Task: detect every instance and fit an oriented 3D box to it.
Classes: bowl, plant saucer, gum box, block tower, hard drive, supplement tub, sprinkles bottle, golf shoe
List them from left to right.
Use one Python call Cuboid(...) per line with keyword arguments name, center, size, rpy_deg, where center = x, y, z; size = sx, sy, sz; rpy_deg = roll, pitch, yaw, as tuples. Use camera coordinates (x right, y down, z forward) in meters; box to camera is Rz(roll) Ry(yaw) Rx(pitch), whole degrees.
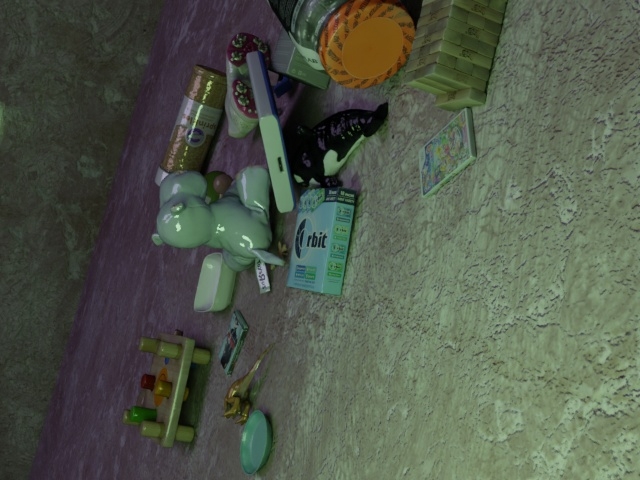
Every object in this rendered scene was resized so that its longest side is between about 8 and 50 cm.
Cuboid(name="sprinkles bottle", center=(-0.355, -0.307, 2.329), size=(0.356, 0.121, 0.121), rpy_deg=(-69, 25, 14))
Cuboid(name="bowl", center=(-0.240, 0.102, 1.937), size=(0.142, 0.053, 0.142), rpy_deg=(-11, 66, 64))
Cuboid(name="golf shoe", center=(-0.193, -0.383, 2.048), size=(0.140, 0.115, 0.306), rpy_deg=(124, 153, -47))
Cuboid(name="plant saucer", center=(-0.117, 0.379, 1.557), size=(0.119, 0.021, 0.119), rpy_deg=(-43, 40, 51))
Cuboid(name="hard drive", center=(-0.102, -0.229, 1.694), size=(0.319, 0.040, 0.210), rpy_deg=(-105, 4, -55))
Cuboid(name="gum box", center=(0.000, 0.000, 1.486), size=(0.157, 0.041, 0.185), rpy_deg=(2, 83, 65))
Cuboid(name="supplement tub", center=(0.021, -0.429, 1.456), size=(0.207, 0.207, 0.338), rpy_deg=(-58, 42, 33))
Cuboid(name="block tower", center=(0.211, -0.364, 1.196), size=(0.091, 0.097, 0.336), rpy_deg=(4, 82, 66))

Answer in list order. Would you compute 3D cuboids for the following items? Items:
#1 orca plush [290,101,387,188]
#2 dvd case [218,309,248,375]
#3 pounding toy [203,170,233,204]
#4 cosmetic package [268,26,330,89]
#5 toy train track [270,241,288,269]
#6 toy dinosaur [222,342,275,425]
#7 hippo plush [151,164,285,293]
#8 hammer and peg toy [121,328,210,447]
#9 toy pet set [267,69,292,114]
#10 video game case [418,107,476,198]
Cuboid(name="orca plush", center=(0.004, -0.174, 1.515), size=(0.287, 0.102, 0.151), rpy_deg=(-10, 68, 63))
Cuboid(name="dvd case", center=(-0.191, 0.222, 1.813), size=(0.120, 0.013, 0.087), rpy_deg=(-68, 26, 14))
Cuboid(name="pounding toy", center=(-0.317, -0.102, 2.148), size=(0.237, 0.110, 0.183), rpy_deg=(16, 91, 66))
Cuboid(name="cosmetic package", center=(-0.014, -0.444, 1.711), size=(0.238, 0.107, 0.127), rpy_deg=(-69, 25, 7))
Cuboid(name="toy train track", center=(-0.082, 0.034, 1.689), size=(0.083, 0.014, 0.048), rpy_deg=(126, 142, -49))
Cuboid(name="toy dinosaur", center=(-0.160, 0.298, 1.645), size=(0.211, 0.064, 0.112), rpy_deg=(-51, 33, 41))
Cuboid(name="hippo plush", center=(-0.234, -0.024, 1.740), size=(0.234, 0.236, 0.294), rpy_deg=(122, 146, -50))
Cuboid(name="hammer and peg toy", center=(-0.397, 0.346, 2.040), size=(0.361, 0.127, 0.266), rpy_deg=(-4, 72, 64))
Cuboid(name="toy pet set", center=(-0.091, -0.352, 1.899), size=(0.114, 0.065, 0.122), rpy_deg=(71, -153, -69))
Cuboid(name="video game case", center=(0.183, -0.126, 1.217), size=(0.122, 0.011, 0.087), rpy_deg=(-43, 40, 50))
